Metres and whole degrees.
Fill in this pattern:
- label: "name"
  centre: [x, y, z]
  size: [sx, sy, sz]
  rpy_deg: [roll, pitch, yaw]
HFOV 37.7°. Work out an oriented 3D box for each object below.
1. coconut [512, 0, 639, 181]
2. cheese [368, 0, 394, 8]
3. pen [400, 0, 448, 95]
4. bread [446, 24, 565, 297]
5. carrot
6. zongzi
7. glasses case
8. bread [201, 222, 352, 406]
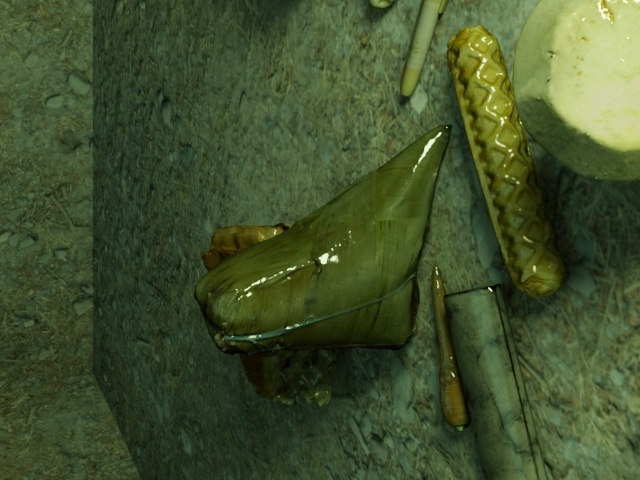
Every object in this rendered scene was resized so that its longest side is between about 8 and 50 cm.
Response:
- label: "coconut"
  centre: [0.304, -0.164, 0.911]
  size: [0.241, 0.241, 0.241]
  rpy_deg: [31, 126, 56]
- label: "cheese"
  centre: [0.073, -0.447, 1.445]
  size: [0.065, 0.043, 0.194]
  rpy_deg: [-45, 58, 53]
- label: "pen"
  centre: [0.154, -0.307, 1.349]
  size: [0.040, 0.032, 0.233]
  rpy_deg: [34, 135, 24]
- label: "bread"
  centre: [0.237, -0.105, 1.209]
  size: [0.077, 0.084, 0.368]
  rpy_deg: [-18, 82, 20]
- label: "carrot"
  centre: [0.193, 0.163, 1.421]
  size: [0.049, 0.049, 0.255]
  rpy_deg: [-10, 87, 63]
- label: "zongzi"
  centre: [0.000, 0.000, 1.402]
  size: [0.174, 0.356, 0.393]
  rpy_deg: [-121, 35, -48]
- label: "glasses case"
  centre: [0.248, 0.213, 1.310]
  size: [0.114, 0.060, 0.299]
  rpy_deg: [-24, 78, 62]
- label: "bread"
  centre: [-0.048, 0.127, 1.725]
  size: [0.314, 0.191, 0.370]
  rpy_deg: [1, 112, 58]
